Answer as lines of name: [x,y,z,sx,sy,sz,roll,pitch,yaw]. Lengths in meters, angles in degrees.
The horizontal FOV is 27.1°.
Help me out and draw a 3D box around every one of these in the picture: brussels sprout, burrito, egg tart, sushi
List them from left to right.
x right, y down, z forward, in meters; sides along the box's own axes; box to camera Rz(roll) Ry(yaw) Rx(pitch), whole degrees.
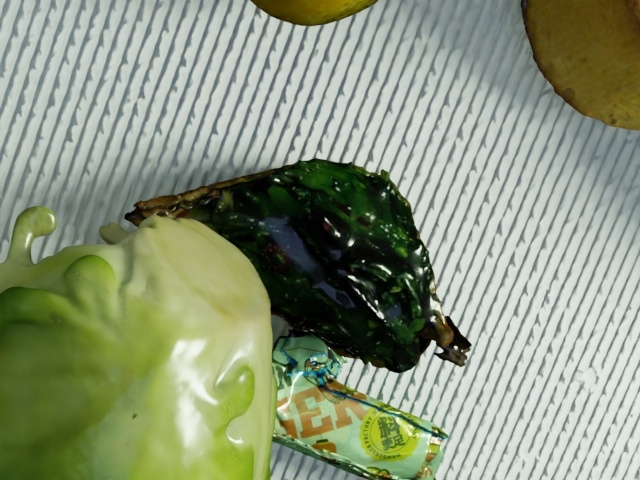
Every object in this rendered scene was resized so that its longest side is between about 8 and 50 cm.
brussels sprout: [-0.178,0.158,0.978,0.371,0.276,0.315,-42,69,27]
burrito: [-0.006,0.132,1.140,0.288,0.054,0.104,24,99,-15]
sushi: [0.000,0.000,1.061,0.287,0.140,0.149,34,104,-17]
egg tart: [0.277,-0.198,1.043,0.215,0.171,0.215,0,88,-11]

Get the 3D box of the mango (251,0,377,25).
mango: [-0.050,-0.325,0.933,0.264,0.221,0.378,-37,118,-3]
